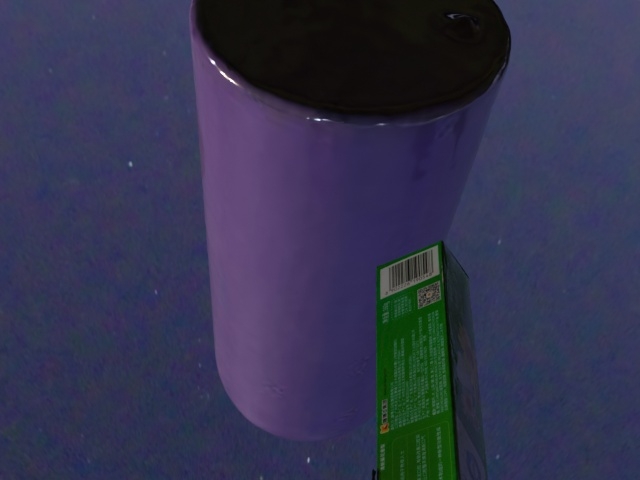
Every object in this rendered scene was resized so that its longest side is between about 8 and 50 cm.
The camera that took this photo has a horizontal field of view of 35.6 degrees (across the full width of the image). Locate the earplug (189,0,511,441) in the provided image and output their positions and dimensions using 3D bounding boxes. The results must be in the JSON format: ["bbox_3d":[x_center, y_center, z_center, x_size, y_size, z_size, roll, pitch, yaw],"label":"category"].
[{"bbox_3d":[0.000,0.000,0.816,0.215,0.455,0.215,4,-133,-4],"label":"earplug"}]

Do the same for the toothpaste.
[{"bbox_3d":[0.050,0.077,0.469,0.043,0.037,0.178,-23,-142,22],"label":"toothpaste"}]
